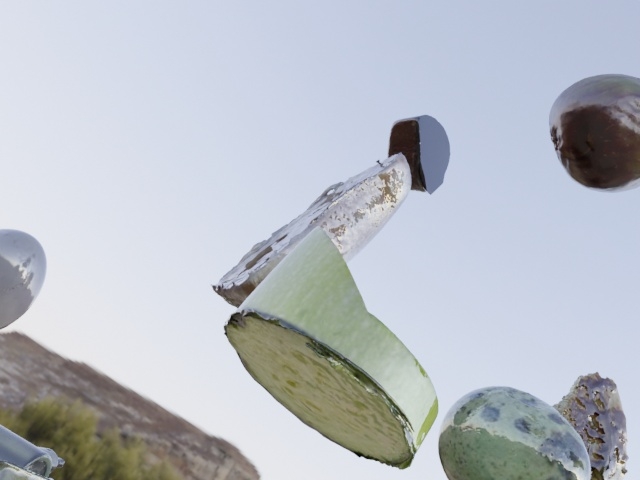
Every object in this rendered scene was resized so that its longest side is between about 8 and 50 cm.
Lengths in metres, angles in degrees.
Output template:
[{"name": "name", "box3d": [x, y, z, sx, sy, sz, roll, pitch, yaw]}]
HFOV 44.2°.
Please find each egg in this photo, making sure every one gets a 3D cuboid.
[{"name": "egg", "box3d": [0.213, 0.237, 0.877, 0.182, 0.141, 0.141, 13, -31, 52]}, {"name": "egg", "box3d": [-0.511, 0.061, 1.218, 0.199, 0.146, 0.146, -38, -68, 19]}]

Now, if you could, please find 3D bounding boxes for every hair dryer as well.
[{"name": "hair dryer", "box3d": [-0.386, 0.250, 0.941, 0.195, 0.078, 0.248, 26, -15, 15]}]

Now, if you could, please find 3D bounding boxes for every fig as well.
[{"name": "fig", "box3d": [0.292, -0.105, 0.726, 0.103, 0.155, 0.109, -101, 176, -63]}]

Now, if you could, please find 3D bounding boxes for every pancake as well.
[{"name": "pancake", "box3d": [0.344, 0.319, 1.184, 0.244, 0.266, 0.057, 10, -27, -4]}]

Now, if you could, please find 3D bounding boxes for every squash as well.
[{"name": "squash", "box3d": [0.028, 0.107, 0.730, 0.220, 0.133, 0.220, 39, -25, 22]}]

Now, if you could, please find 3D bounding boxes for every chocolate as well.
[{"name": "chocolate", "box3d": [0.152, -0.146, 1.319, 0.080, 0.148, 0.125, -6, -44, 33]}, {"name": "chocolate", "box3d": [0.000, 0.000, 1.082, 0.100, 0.303, 0.185, 50, -21, -6]}]

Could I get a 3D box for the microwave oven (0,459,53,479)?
[{"name": "microwave oven", "box3d": [-0.239, 0.435, 0.726, 0.247, 0.333, 0.394, -26, -49, 30]}]
